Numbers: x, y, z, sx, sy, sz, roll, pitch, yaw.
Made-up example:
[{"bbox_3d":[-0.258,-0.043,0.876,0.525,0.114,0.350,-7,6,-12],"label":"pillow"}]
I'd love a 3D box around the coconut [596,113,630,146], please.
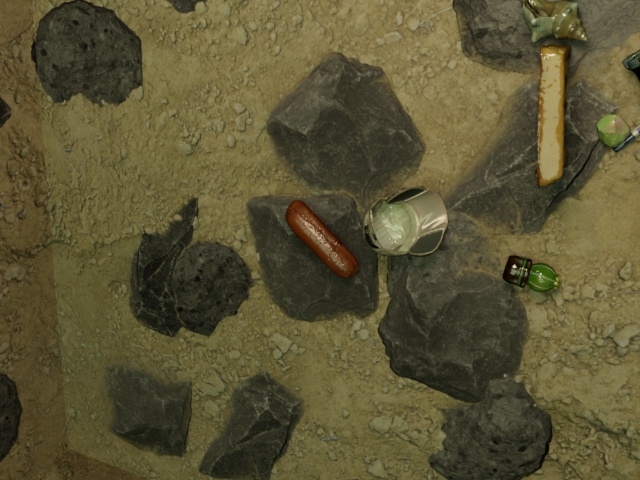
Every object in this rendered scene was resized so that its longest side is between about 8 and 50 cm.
[{"bbox_3d":[0.796,-0.296,1.705,0.083,0.081,0.082,2,73,38],"label":"coconut"}]

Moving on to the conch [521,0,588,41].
[{"bbox_3d":[0.602,-0.581,1.669,0.234,0.137,0.114,22,141,25],"label":"conch"}]

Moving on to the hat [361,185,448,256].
[{"bbox_3d":[0.263,-0.064,1.981,0.275,0.161,0.232,-25,109,5],"label":"hat"}]

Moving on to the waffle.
[{"bbox_3d":[0.609,-0.337,1.645,0.077,0.304,0.348,2,110,23],"label":"waffle"}]

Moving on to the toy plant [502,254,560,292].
[{"bbox_3d":[0.639,0.104,1.898,0.162,0.093,0.092,19,114,18],"label":"toy plant"}]

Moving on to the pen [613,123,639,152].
[{"bbox_3d":[0.877,-0.314,1.690,0.025,0.025,0.204,46,119,4],"label":"pen"}]

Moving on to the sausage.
[{"bbox_3d":[0.000,0.000,2.143,0.330,0.102,0.102,46,119,4],"label":"sausage"}]

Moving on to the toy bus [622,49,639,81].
[{"bbox_3d":[0.856,-0.420,1.497,0.194,0.323,0.162,-32,92,26],"label":"toy bus"}]
